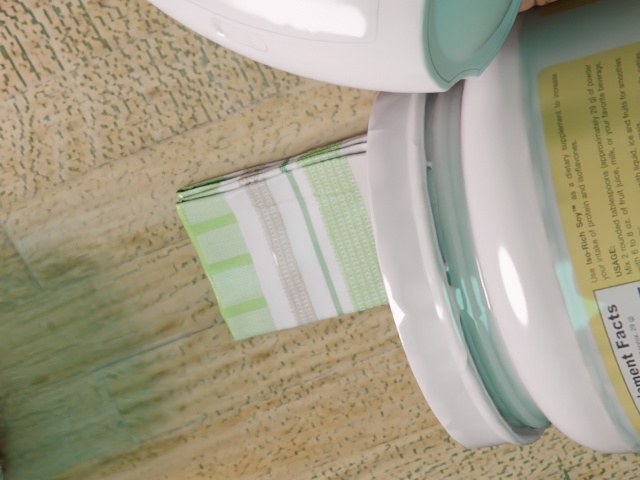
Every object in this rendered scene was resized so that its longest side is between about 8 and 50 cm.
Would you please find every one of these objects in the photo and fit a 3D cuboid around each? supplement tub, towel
[{"bbox_3d":[0.213,-0.025,0.821,0.331,0.241,0.241,-14,116,20],"label":"supplement tub"},{"bbox_3d":[0.000,0.000,0.979,0.152,0.023,0.113,-16,115,11],"label":"towel"}]

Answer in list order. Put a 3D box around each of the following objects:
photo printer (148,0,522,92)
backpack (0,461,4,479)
[{"bbox_3d":[-0.006,-0.230,0.755,0.256,0.107,0.308,25,123,31],"label":"photo printer"},{"bbox_3d":[-0.332,0.167,0.999,0.253,0.191,0.225,-18,115,6],"label":"backpack"}]
